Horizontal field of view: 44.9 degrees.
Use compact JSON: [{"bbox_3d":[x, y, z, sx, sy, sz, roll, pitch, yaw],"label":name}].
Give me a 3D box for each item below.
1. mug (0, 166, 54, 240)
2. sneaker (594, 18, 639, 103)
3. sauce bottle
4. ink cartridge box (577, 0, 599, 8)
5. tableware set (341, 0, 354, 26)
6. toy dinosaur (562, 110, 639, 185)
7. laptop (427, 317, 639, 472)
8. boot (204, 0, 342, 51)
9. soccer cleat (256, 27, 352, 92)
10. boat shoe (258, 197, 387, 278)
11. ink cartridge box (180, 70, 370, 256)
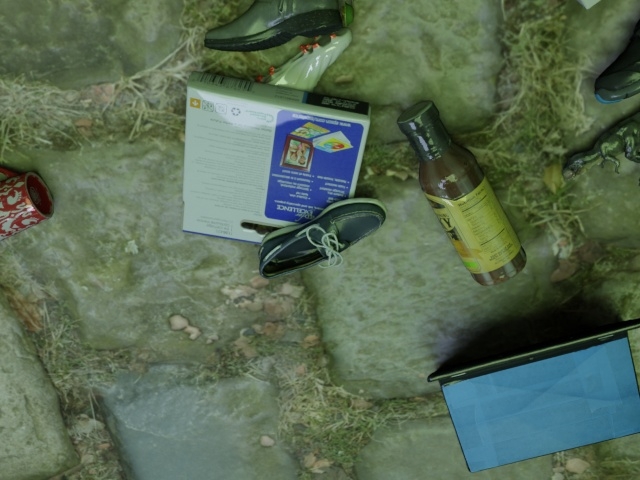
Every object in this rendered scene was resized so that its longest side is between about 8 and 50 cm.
[{"bbox_3d":[-0.587,-0.067,1.390,0.169,0.113,0.150,-20,114,7],"label":"mug"},{"bbox_3d":[0.555,-0.359,1.221,0.341,0.125,0.140,-43,93,12],"label":"sneaker"},{"bbox_3d":[0.243,-0.082,1.352,0.111,0.111,0.344,-27,109,14],"label":"sauce bottle"},{"bbox_3d":[0.395,-0.436,1.172,0.092,0.143,0.090,-35,126,16],"label":"ink cartridge box"},{"bbox_3d":[0.039,-0.416,1.207,0.024,0.104,0.154,-1,114,4],"label":"tableware set"},{"bbox_3d":[0.548,-0.173,1.326,0.118,0.064,0.268,44,106,-9],"label":"toy dinosaur"},{"bbox_3d":[0.429,0.311,1.462,0.381,0.408,0.237,-17,79,9],"label":"laptop"},{"bbox_3d":[-0.081,-0.398,1.242,0.246,0.083,0.161,-7,94,22],"label":"boot"},{"bbox_3d":[-0.021,-0.284,1.296,0.196,0.068,0.076,-30,118,21],"label":"soccer cleat"},{"bbox_3d":[0.000,0.000,1.358,0.254,0.079,0.095,-17,129,20],"label":"boat shoe"},{"bbox_3d":[-0.087,-0.125,1.353,0.303,0.072,0.307,10,133,-3],"label":"ink cartridge box"}]
